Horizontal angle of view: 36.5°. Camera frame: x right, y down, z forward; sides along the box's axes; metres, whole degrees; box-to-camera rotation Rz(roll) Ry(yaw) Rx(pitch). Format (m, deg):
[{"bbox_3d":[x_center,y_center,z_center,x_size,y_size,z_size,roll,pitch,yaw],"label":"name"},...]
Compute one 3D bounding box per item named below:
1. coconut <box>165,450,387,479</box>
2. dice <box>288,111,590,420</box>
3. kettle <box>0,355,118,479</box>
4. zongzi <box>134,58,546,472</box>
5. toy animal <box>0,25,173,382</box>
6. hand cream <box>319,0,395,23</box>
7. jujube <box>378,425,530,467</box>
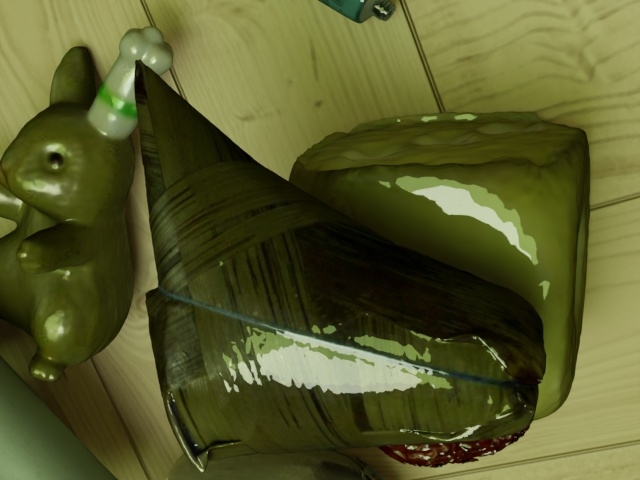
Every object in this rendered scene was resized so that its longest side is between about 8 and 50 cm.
[{"bbox_3d":[-0.047,0.348,0.999,0.323,0.323,0.323,6,112,16],"label":"coconut"},{"bbox_3d":[0.108,0.016,0.843,0.233,0.238,0.226,3,110,19],"label":"dice"},{"bbox_3d":[-0.343,0.242,0.933,0.205,0.265,0.318,-35,113,3],"label":"kettle"},{"bbox_3d":[0.000,0.000,0.680,0.286,0.138,0.300,-8,95,18],"label":"zongzi"},{"bbox_3d":[-0.265,-0.047,0.972,0.181,0.180,0.362,30,123,35],"label":"toy animal"},{"bbox_3d":[-0.024,-0.272,0.894,0.224,0.048,0.083,39,117,8],"label":"hand cream"},{"bbox_3d":[0.129,0.181,0.976,0.166,0.104,0.104,-4,108,19],"label":"jujube"}]
